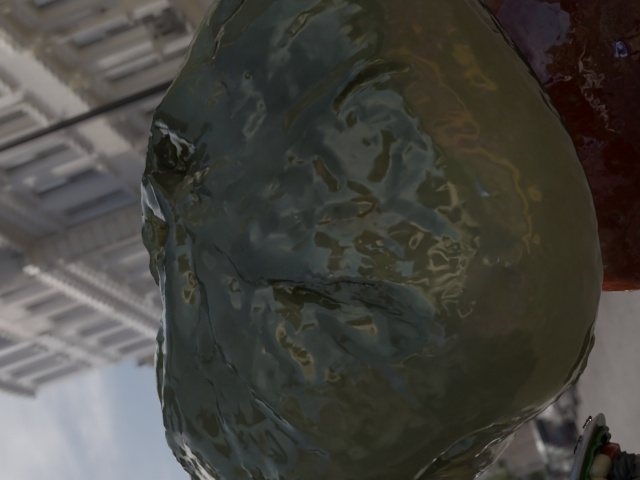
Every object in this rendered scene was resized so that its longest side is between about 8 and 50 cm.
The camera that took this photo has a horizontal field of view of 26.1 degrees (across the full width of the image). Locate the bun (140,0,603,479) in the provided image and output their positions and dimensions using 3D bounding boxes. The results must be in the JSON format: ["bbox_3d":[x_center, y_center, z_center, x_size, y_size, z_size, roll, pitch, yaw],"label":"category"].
[{"bbox_3d":[0.000,0.000,0.803,0.361,0.213,0.361,-1,89,63],"label":"bun"}]

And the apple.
[{"bbox_3d":[0.274,-0.128,1.272,0.277,0.348,0.348,47,171,36],"label":"apple"}]

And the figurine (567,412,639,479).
[{"bbox_3d":[0.313,0.238,1.288,0.132,0.153,0.132,11,-90,-69],"label":"figurine"}]
